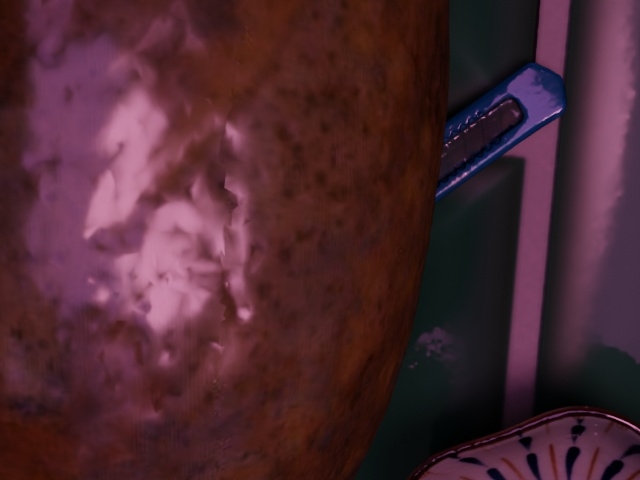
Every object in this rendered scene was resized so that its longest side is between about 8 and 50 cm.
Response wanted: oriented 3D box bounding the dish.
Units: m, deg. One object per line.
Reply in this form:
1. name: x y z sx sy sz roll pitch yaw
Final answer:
1. dish: 0.127 0.166 0.595 0.190 0.066 0.191 2 99 12

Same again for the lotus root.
1. lotus root: -0.068 -0.011 0.500 0.250 0.250 0.346 9 97 11

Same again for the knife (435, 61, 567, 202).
1. knife: -0.001 0.000 0.612 0.296 0.026 0.044 -36 79 17
